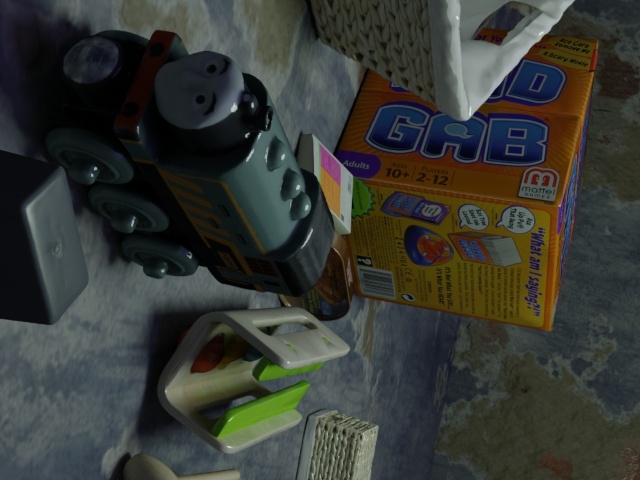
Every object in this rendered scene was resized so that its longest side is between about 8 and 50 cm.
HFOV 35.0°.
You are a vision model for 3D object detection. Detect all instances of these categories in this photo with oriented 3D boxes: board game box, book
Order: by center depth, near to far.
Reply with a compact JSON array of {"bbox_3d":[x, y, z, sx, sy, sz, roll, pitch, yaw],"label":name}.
[{"bbox_3d":[0.009,-0.079,1.449,0.144,0.035,0.096,41,48,-56],"label":"book"},{"bbox_3d":[0.256,-0.112,1.732,0.356,0.356,0.356,77,28,-53],"label":"board game box"}]

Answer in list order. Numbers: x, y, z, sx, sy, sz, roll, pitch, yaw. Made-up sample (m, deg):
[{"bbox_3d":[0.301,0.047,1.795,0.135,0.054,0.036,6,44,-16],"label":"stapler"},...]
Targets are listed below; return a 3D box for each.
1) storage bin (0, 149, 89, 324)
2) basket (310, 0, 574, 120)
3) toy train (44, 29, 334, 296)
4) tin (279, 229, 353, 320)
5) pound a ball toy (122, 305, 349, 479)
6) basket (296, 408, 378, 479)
[{"bbox_3d":[-0.220,-0.006,0.718,0.098,0.091,0.135,-60,155,-49],"label":"storage bin"},{"bbox_3d":[0.165,-0.397,1.286,0.328,0.266,0.331,-48,151,-18],"label":"basket"},{"bbox_3d":[-0.102,-0.060,0.895,0.334,0.190,0.142,68,35,-60],"label":"toy train"},{"bbox_3d":[-0.011,0.042,1.396,0.189,0.106,0.040,81,18,-49],"label":"tin"},{"bbox_3d":[-0.109,0.176,1.171,0.208,0.136,0.319,-56,165,8],"label":"pound a ball toy"},{"bbox_3d":[0.028,0.380,1.711,0.113,0.103,0.167,9,92,-72],"label":"basket"}]
